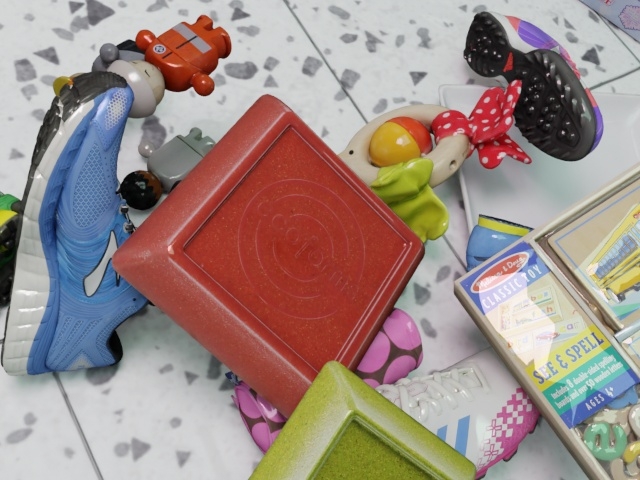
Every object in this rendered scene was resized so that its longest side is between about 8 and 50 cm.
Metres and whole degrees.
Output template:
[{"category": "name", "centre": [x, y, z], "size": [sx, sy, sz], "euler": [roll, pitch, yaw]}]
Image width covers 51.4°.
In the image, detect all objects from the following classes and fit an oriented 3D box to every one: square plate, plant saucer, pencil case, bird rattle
[{"category": "square plate", "centre": [0.345, -0.060, 0.919], "size": [0.344, 0.049, 0.347], "euler": [1, 64, -12]}, {"category": "plant saucer", "centre": [-0.022, 0.010, 0.657], "size": [0.258, 0.048, 0.259], "euler": [44, 58, -13]}, {"category": "pencil case", "centre": [0.008, 0.145, 0.728], "size": [0.209, 0.098, 0.095], "euler": [-22, 96, -24]}, {"category": "plant saucer", "centre": [0.035, 0.235, 0.583], "size": [0.188, 0.045, 0.188], "euler": [38, 75, -10]}, {"category": "bird rattle", "centre": [0.126, -0.119, 0.839], "size": [0.253, 0.143, 0.207], "euler": [-48, 46, -12]}]

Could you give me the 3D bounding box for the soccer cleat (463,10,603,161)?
[{"category": "soccer cleat", "centre": [0.300, -0.213, 0.879], "size": [0.116, 0.108, 0.318], "euler": [0, 39, -17]}]

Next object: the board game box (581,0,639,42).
[{"category": "board game box", "centre": [0.520, -0.543, 1.182], "size": [0.318, 0.066, 0.318], "euler": [39, 63, 8]}]

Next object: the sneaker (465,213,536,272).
[{"category": "sneaker", "centre": [0.272, 0.029, 0.807], "size": [0.209, 0.069, 0.082], "euler": [12, 96, -15]}]

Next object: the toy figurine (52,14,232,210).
[{"category": "toy figurine", "centre": [-0.174, -0.126, 0.744], "size": [0.209, 0.213, 0.148], "euler": [10, 45, 45]}]

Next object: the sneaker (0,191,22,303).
[{"category": "sneaker", "centre": [-0.435, 0.074, 0.662], "size": [0.146, 0.134, 0.343], "euler": [25, 53, 8]}]

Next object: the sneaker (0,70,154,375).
[{"category": "sneaker", "centre": [-0.220, -0.006, 0.659], "size": [0.147, 0.330, 0.130], "euler": [8, 30, -22]}]

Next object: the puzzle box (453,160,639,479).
[{"category": "puzzle box", "centre": [0.380, 0.044, 0.677], "size": [0.409, 0.052, 0.272], "euler": [-33, 67, -2]}]

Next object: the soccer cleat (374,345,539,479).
[{"category": "soccer cleat", "centre": [0.113, 0.189, 0.688], "size": [0.331, 0.116, 0.143], "euler": [-37, 114, -24]}]
